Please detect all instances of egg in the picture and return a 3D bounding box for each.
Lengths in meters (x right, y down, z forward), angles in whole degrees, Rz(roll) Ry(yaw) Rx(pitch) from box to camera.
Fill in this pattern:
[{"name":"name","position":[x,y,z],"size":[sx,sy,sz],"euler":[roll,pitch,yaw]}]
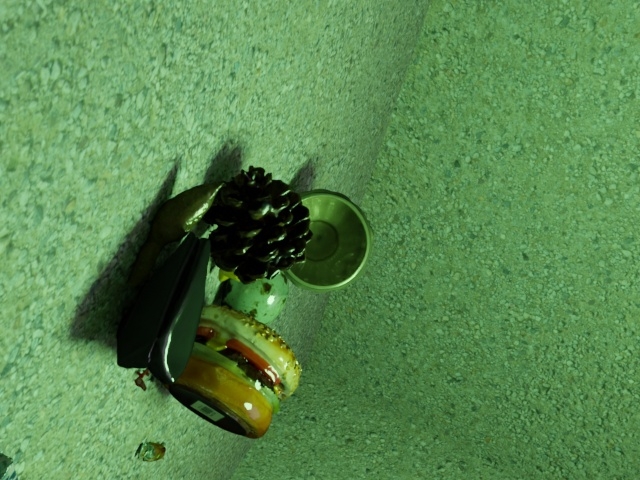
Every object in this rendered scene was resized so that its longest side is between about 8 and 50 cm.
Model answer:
[{"name":"egg","position":[-0.183,0.157,2.267],"size":[0.231,0.169,0.169],"euler":[-57,171,11]}]

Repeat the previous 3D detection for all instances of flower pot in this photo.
[{"name":"flower pot","position":[0.000,0.000,2.482],"size":[0.308,0.307,0.244],"euler":[-63,-175,-1]}]

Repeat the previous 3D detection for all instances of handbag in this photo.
[{"name":"handbag","position":[-0.296,0.126,1.653],"size":[0.342,0.152,0.288],"euler":[156,-43,-77]}]

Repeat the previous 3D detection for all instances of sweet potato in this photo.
[{"name":"sweet potato","position":[-0.289,-0.026,1.599],"size":[0.269,0.075,0.075],"euler":[-48,170,5]}]

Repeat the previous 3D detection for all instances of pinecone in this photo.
[{"name":"pinecone","position":[-0.149,-0.039,1.842],"size":[0.257,0.243,0.243],"euler":[56,49,-27]}]

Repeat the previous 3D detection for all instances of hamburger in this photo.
[{"name":"hamburger","position":[-0.221,0.327,2.113],"size":[0.250,0.330,0.330],"euler":[-60,169,-23]}]

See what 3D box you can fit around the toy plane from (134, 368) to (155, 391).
[{"name":"toy plane","position":[-0.379,0.278,1.921],"size":[0.145,0.060,0.037],"euler":[-49,171,7]}]

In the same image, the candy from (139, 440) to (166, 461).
[{"name":"candy","position":[-0.456,0.580,2.299],"size":[0.053,0.046,0.182],"euler":[-64,167,-6]}]

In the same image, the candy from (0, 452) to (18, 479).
[{"name":"candy","position":[-0.558,0.409,1.331],"size":[0.160,0.073,0.092],"euler":[-52,163,-47]}]

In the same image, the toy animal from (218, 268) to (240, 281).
[{"name":"toy animal","position":[-0.168,0.003,2.088],"size":[0.230,0.156,0.156],"euler":[-42,158,-37]}]
